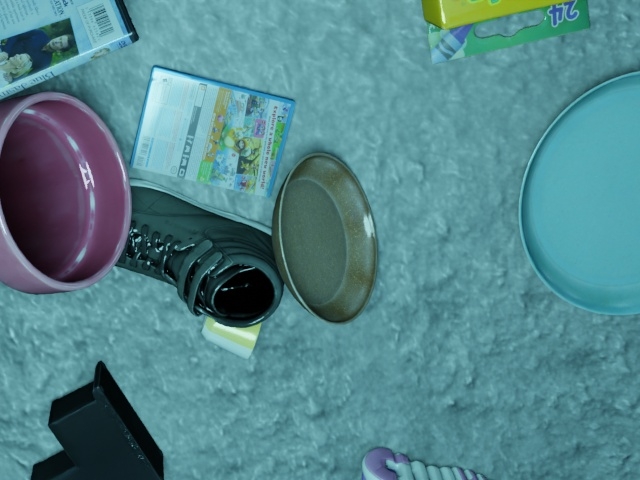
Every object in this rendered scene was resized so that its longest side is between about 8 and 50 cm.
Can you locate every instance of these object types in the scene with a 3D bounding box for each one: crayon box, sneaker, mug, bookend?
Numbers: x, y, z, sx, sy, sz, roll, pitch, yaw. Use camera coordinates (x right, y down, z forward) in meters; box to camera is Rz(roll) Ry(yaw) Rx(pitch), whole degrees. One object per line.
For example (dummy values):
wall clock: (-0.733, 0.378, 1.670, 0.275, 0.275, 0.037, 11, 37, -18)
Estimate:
crayon box: (0.203, -0.362, 1.107, 0.203, 0.083, 0.323, -14, 112, -6)
sneaker: (-0.167, 0.013, 1.137, 0.295, 0.147, 0.104, 14, 108, -14)
sneaker: (0.149, 0.360, 1.360, 0.236, 0.095, 0.104, 19, 112, -12)
mug: (-0.106, 0.098, 1.229, 0.064, 0.062, 0.078, 19, 105, -8)
bookend: (-0.296, 0.257, 1.240, 0.157, 0.072, 0.156, -28, 112, 1)

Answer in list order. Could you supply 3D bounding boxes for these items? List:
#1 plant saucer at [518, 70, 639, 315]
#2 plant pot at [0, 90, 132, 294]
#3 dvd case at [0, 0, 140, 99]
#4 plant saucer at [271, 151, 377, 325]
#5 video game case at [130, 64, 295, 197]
plant saucer: (0.392, -0.059, 1.276, 0.317, 0.044, 0.318, -4, 110, -10)
plant pot: (-0.326, -0.039, 1.051, 0.180, 0.201, 0.201, -8, 115, 28)
dvd case: (-0.330, -0.230, 1.029, 0.253, 0.022, 0.180, -24, 74, -2)
plant saucer: (0.000, 0.000, 1.167, 0.036, 0.198, 0.198, -10, 117, 34)
video game case: (-0.123, -0.123, 1.167, 0.166, 0.015, 0.119, 12, 106, -15)
